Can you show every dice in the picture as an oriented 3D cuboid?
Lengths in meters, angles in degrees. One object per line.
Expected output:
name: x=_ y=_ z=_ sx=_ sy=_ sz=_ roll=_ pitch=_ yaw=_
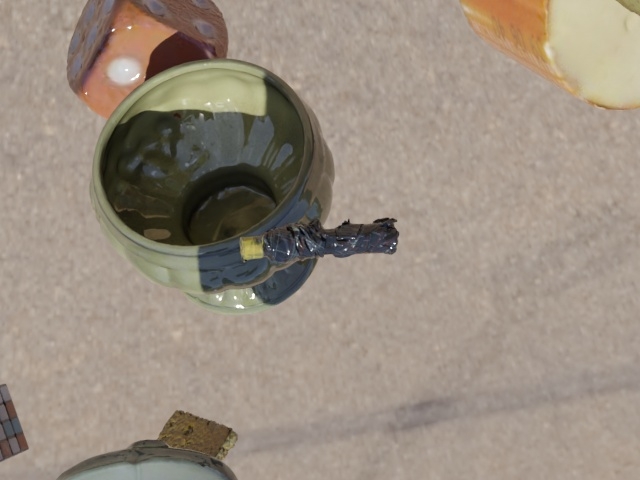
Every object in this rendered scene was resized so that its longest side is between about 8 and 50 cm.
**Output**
dice: x=-0.241 y=-0.263 z=1.743 sx=0.179 sy=0.174 sz=0.175 roll=23 pitch=122 yaw=-30

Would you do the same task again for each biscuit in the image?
biscuit: x=-0.206 y=0.320 z=1.581 sx=0.131 sy=0.237 sz=0.026 roll=6 pitch=143 yaw=49

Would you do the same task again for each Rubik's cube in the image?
Rubik's cube: x=-0.438 y=0.242 z=1.583 sx=0.092 sy=0.092 sz=0.092 roll=-21 pitch=87 yaw=15

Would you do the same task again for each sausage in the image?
sausage: x=0.323 y=-0.304 z=1.557 sx=0.233 sy=0.287 sz=0.233 roll=-5 pitch=113 yaw=-13

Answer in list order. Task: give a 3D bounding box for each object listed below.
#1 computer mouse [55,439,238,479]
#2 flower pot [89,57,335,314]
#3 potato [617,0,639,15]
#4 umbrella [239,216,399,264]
computer mouse: x=-0.152 y=0.325 z=1.126 sx=0.197 sy=0.095 sz=0.331 roll=-6 pitch=121 yaw=-8
flower pot: x=-0.126 y=-0.048 z=1.594 sx=0.307 sy=0.307 sz=0.244 roll=-13 pitch=149 yaw=3
potato: x=0.312 y=-0.242 z=1.064 sx=0.176 sy=0.298 sz=0.141 roll=11 pitch=119 yaw=-5
umbrella: x=0.000 y=0.000 z=1.126 sx=0.144 sy=0.037 sz=0.040 roll=-5 pitch=112 yaw=-10
